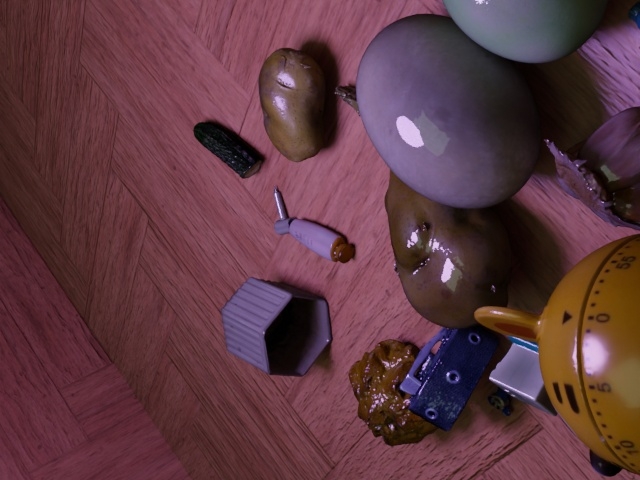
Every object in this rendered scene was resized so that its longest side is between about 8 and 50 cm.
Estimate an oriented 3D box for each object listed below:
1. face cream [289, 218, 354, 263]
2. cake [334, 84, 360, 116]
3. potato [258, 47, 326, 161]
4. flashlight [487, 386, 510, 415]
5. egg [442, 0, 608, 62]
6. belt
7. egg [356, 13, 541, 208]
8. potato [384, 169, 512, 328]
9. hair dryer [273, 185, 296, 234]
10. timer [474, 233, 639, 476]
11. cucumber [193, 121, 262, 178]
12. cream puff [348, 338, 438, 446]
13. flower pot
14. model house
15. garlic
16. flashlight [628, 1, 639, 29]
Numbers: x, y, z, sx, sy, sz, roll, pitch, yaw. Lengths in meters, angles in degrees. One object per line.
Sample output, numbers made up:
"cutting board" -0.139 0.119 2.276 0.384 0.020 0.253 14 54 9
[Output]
"face cream" 0.000 0.000 1.694 0.182 0.051 0.072 27 128 40
"cake" 0.085 -0.271 1.442 0.140 0.051 0.055 34 135 37
"potato" -0.055 -0.289 1.529 0.169 0.143 0.248 -103 4 -61
"flashlight" 0.369 0.301 1.438 0.057 0.035 0.121 36 135 33
"egg" 0.282 -0.378 1.010 0.269 0.220 0.220 54 142 0
"belt" 0.250 0.257 1.416 0.128 0.122 0.218 31 91 11
"egg" 0.204 -0.209 1.167 0.352 0.258 0.258 60 143 14
"potato" 0.225 -0.007 1.316 0.351 0.202 0.218 61 156 26
"hair dryer" -0.095 -0.078 1.783 0.063 0.038 0.124 -10 95 50
"timer" 0.455 0.165 1.020 0.387 0.376 0.376 -14 99 60
"cucumber" -0.243 -0.241 1.830 0.265 0.077 0.077 40 136 30
"cream puff" 0.175 0.344 1.594 0.244 0.196 0.244 165 90 -80
"flower pot" -0.113 0.217 1.821 0.190 0.239 0.209 17 93 46
"model house" 0.396 0.222 1.293 0.100 0.149 0.127 24 170 43
"garlic" 0.414 -0.140 1.013 0.207 0.207 0.256 7 108 48
"flashlight" 0.480 -0.286 0.973 0.129 0.051 0.051 49 140 29
